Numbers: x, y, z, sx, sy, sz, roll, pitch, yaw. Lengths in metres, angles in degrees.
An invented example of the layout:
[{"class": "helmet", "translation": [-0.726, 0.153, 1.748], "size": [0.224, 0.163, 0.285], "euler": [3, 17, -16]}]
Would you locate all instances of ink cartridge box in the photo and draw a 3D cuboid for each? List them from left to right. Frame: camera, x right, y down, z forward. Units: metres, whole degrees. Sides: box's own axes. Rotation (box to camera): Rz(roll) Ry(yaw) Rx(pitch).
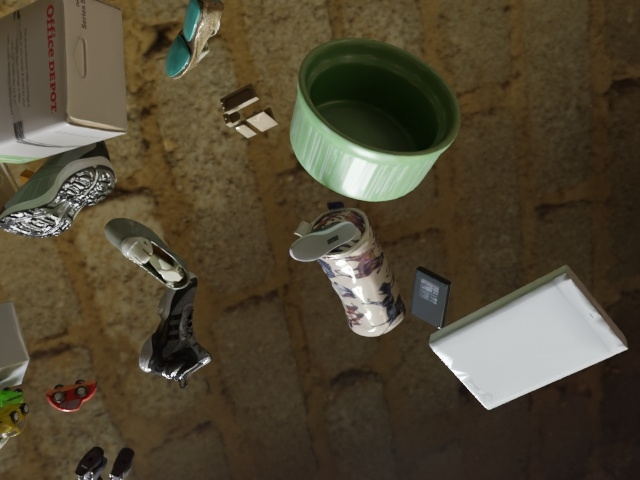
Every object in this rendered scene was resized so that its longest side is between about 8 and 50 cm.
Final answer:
[{"class": "ink cartridge box", "translation": [-0.428, -0.239, 1.157], "size": [0.272, 0.114, 0.199], "euler": [-7, 85, 35]}]

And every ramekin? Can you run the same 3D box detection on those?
[{"class": "ramekin", "translation": [0.089, -0.216, 1.390], "size": [0.304, 0.303, 0.148], "euler": [65, 151, 30]}]

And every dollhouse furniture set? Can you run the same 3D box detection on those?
[{"class": "dollhouse furniture set", "translation": [-0.236, -0.403, 2.284], "size": [0.151, 0.144, 0.123], "euler": [69, -167, 14]}]

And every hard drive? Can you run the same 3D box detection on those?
[{"class": "hard drive", "translation": [0.265, 0.139, 1.830], "size": [0.094, 0.022, 0.135], "euler": [28, 130, 33]}, {"class": "hard drive", "translation": [0.391, 0.193, 1.449], "size": [0.203, 0.307, 0.040], "euler": [47, -149, -16]}]

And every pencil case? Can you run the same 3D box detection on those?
[{"class": "pencil case", "translation": [0.089, 0.085, 1.886], "size": [0.183, 0.160, 0.410], "euler": [22, 155, 34]}]

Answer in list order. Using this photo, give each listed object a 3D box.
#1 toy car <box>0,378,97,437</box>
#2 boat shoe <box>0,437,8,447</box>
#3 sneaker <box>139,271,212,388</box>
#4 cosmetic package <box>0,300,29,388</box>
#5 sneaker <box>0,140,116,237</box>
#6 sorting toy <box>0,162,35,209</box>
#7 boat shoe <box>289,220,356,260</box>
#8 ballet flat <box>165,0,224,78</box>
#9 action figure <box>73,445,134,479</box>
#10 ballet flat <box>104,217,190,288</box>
[{"class": "toy car", "translation": [-0.588, 0.327, 1.487], "size": [0.224, 0.239, 0.053], "euler": [-4, 97, 37]}, {"class": "boat shoe", "translation": [-0.784, 0.397, 1.699], "size": [0.324, 0.117, 0.097], "euler": [0, 141, 49]}, {"class": "sneaker", "translation": [-0.317, 0.218, 1.800], "size": [0.269, 0.153, 0.101], "euler": [-66, -18, 9]}, {"class": "cosmetic package", "translation": [-0.733, 0.242, 1.547], "size": [0.224, 0.224, 0.138], "euler": [-45, 64, 57]}, {"class": "sneaker", "translation": [-0.460, -0.090, 1.318], "size": [0.100, 0.271, 0.108], "euler": [30, -143, -50]}, {"class": "sorting toy", "translation": [-0.628, -0.116, 1.478], "size": [0.307, 0.041, 0.229], "euler": [20, 143, 15]}, {"class": "boat shoe", "translation": [0.000, 0.000, 1.389], "size": [0.040, 0.142, 0.049], "euler": [17, 123, 55]}, {"class": "ballet flat", "translation": [-0.230, -0.374, 1.409], "size": [0.206, 0.067, 0.073], "euler": [-44, 66, 52]}, {"class": "action figure", "translation": [-0.501, 0.578, 1.741], "size": [0.099, 0.185, 0.285], "euler": [-75, 1, -48]}, {"class": "ballet flat", "translation": [-0.334, 0.028, 1.496], "size": [0.213, 0.072, 0.068], "euler": [42, -170, -42]}]
